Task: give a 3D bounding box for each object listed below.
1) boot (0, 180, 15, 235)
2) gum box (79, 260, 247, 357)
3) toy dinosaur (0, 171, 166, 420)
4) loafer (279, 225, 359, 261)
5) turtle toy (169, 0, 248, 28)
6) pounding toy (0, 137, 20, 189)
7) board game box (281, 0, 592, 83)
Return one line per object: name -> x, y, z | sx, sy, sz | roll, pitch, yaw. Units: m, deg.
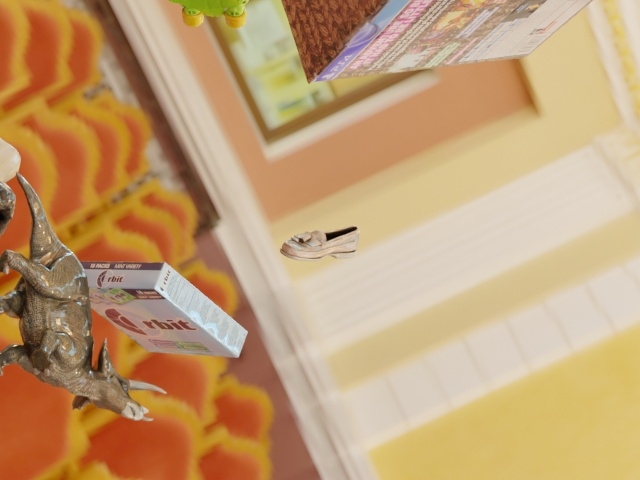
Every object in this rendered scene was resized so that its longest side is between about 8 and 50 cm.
boot -> -0.385, -0.100, 1.569 | 0.260, 0.348, 0.131 | 25, -46, 13
gum box -> -0.207, 0.086, 2.081 | 0.184, 0.157, 0.041 | 45, 56, -45
toy dinosaur -> -0.313, 0.082, 1.906 | 0.160, 0.121, 0.313 | -7, 74, -63
loafer -> 0.000, 0.000, 2.075 | 0.125, 0.039, 0.045 | -2, 28, -46
turtle toy -> -0.135, -0.293, 1.865 | 0.095, 0.130, 0.066 | 89, 4, -50
pounding toy -> -0.468, -0.021, 1.898 | 0.154, 0.269, 0.155 | 28, -45, 6
board game box -> 0.137, -0.287, 1.716 | 0.232, 0.291, 0.141 | -40, -116, 57
